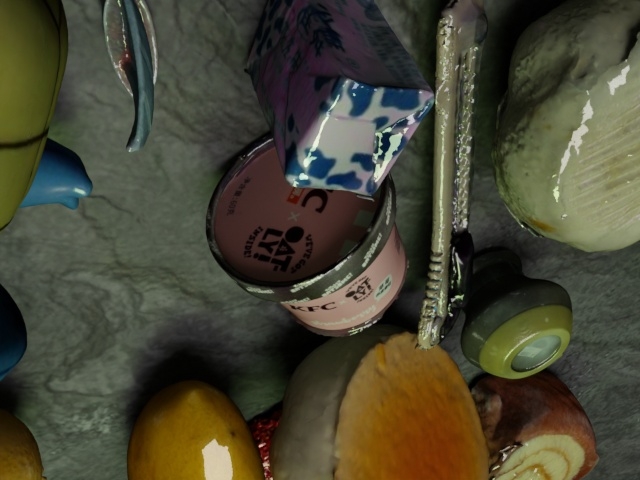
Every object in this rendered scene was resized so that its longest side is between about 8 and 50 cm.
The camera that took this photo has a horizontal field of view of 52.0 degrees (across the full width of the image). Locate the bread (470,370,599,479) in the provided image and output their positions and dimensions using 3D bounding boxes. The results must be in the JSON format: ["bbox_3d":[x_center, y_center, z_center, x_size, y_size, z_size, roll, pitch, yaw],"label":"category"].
[{"bbox_3d":[0.289,0.283,0.945,0.190,0.123,0.244,-43,133,12],"label":"bread"}]

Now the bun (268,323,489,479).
[{"bbox_3d":[0.047,0.245,0.718,0.165,0.299,0.299,-19,146,40],"label":"bun"}]

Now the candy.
[{"bbox_3d":[0.004,-0.110,0.441,0.073,0.160,0.092,7,132,-26],"label":"candy"}]

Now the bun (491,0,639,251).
[{"bbox_3d":[0.245,-0.104,0.573,0.239,0.141,0.239,-15,129,-19],"label":"bun"}]

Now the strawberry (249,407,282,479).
[{"bbox_3d":[-0.040,0.275,0.824,0.146,0.082,0.187,4,122,-37],"label":"strawberry"}]

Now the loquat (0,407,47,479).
[{"bbox_3d":[-0.319,0.211,0.585,0.141,0.141,0.141,-13,133,-14],"label":"loquat"}]

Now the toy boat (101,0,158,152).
[{"bbox_3d":[-0.114,-0.109,0.410,0.034,0.122,0.096,-12,132,-13],"label":"toy boat"}]

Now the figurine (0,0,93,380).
[{"bbox_3d":[-0.198,-0.079,0.290,0.243,0.298,0.416,-13,112,-16],"label":"figurine"}]

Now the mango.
[{"bbox_3d":[-0.132,0.243,0.691,0.126,0.154,0.252,-23,137,-33],"label":"mango"}]

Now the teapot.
[{"bbox_3d":[0.219,0.089,0.742,0.130,0.119,0.165,-41,135,16],"label":"teapot"}]

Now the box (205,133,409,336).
[{"bbox_3d":[0.000,0.000,0.550,0.151,0.151,0.135,-30,144,2],"label":"box"}]

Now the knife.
[{"bbox_3d":[0.122,-0.041,0.602,0.089,0.043,0.365,-49,146,-46],"label":"knife"}]
